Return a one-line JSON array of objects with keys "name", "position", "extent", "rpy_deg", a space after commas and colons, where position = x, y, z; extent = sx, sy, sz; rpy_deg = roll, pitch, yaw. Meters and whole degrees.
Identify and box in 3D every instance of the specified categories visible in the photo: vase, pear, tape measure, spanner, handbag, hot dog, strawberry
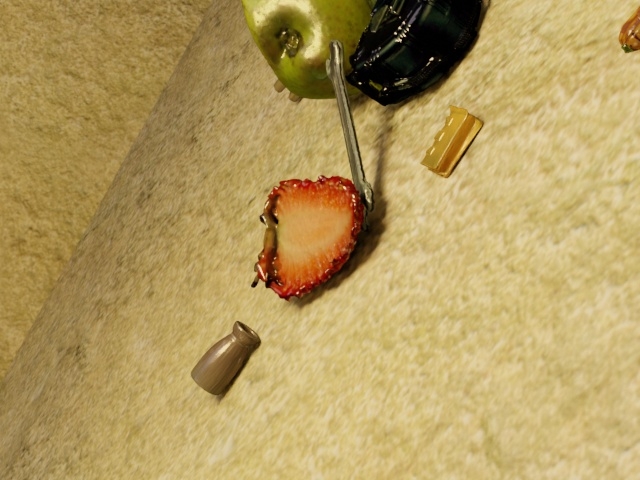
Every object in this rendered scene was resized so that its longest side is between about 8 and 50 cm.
[{"name": "vase", "position": [-0.131, 0.162, 1.648], "extent": [0.100, 0.053, 0.053], "rpy_deg": [-51, 21, 6]}, {"name": "pear", "position": [0.008, -0.349, 1.788], "extent": [0.176, 0.286, 0.282], "rpy_deg": [-21, 37, 28]}, {"name": "tape measure", "position": [0.132, -0.294, 1.626], "extent": [0.186, 0.112, 0.199], "rpy_deg": [-20, 44, 56]}, {"name": "spanner", "position": [0.039, -0.145, 1.594], "extent": [0.071, 0.017, 0.302], "rpy_deg": [105, 158, -55]}, {"name": "handbag", "position": [0.156, -0.120, 1.433], "extent": [0.083, 0.027, 0.061], "rpy_deg": [-58, 21, 4]}, {"name": "hot dog", "position": [0.340, -0.232, 1.167], "extent": [0.122, 0.037, 0.049], "rpy_deg": [-48, 10, 11]}, {"name": "strawberry", "position": [0.003, 0.000, 1.552], "extent": [0.208, 0.087, 0.167], "rpy_deg": [3, 88, 50]}]

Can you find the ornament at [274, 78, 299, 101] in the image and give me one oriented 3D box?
[{"name": "ornament", "position": [0.020, -0.391, 2.083], "extent": [0.245, 0.061, 0.230], "rpy_deg": [-43, 23, 37]}]
